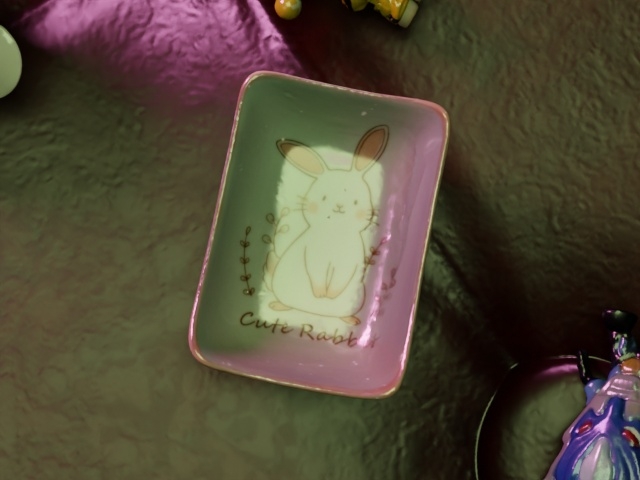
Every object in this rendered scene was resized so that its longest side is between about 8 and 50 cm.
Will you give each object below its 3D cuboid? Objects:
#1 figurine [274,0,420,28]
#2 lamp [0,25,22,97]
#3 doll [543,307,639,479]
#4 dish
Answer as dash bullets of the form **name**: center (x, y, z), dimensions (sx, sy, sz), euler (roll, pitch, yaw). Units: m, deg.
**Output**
- **figurine**: center (0.005, -0.200, 1.119), dimensions (0.101, 0.068, 0.143), euler (-38, 85, -23)
- **lamp**: center (-0.330, -0.173, 1.083), dimensions (0.246, 0.108, 0.180), euler (-2, 109, 14)
- **doll**: center (0.207, 0.145, 1.074), dimensions (0.096, 0.070, 0.195), euler (9, 77, 31)
- **dish**: center (0.000, 0.000, 1.084), dimensions (0.151, 0.077, 0.213), euler (11, 82, 2)
